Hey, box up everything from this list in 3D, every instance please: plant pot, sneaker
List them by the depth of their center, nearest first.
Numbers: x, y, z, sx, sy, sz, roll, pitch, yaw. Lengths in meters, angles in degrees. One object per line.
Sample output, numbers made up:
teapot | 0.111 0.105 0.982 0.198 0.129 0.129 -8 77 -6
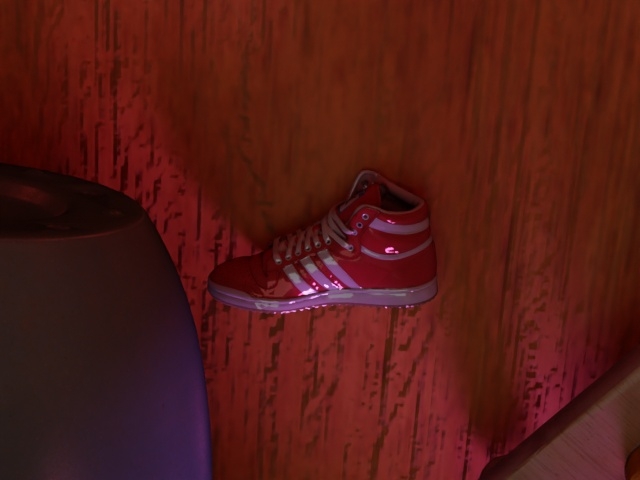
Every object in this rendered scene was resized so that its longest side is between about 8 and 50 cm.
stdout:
plant pot | -0.185 0.088 0.869 0.293 0.293 0.235 8 101 4
sneaker | 0.000 0.000 0.922 0.118 0.042 0.067 -2 121 1

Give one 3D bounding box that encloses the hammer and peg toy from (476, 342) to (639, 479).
hammer and peg toy | 0.270 0.184 0.933 0.361 0.127 0.266 40 113 -13
